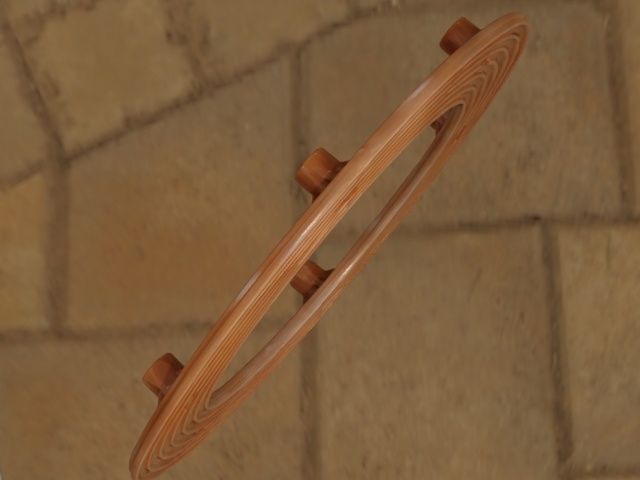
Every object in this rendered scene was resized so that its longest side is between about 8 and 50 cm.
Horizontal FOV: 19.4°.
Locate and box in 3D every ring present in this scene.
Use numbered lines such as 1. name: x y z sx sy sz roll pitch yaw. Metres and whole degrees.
1. ring: 0.000 0.000 1.048 0.032 0.336 0.336 41 78 7

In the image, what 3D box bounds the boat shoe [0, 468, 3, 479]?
1. boat shoe: -0.183 0.213 0.939 0.095 0.112 0.335 -15 69 -15
